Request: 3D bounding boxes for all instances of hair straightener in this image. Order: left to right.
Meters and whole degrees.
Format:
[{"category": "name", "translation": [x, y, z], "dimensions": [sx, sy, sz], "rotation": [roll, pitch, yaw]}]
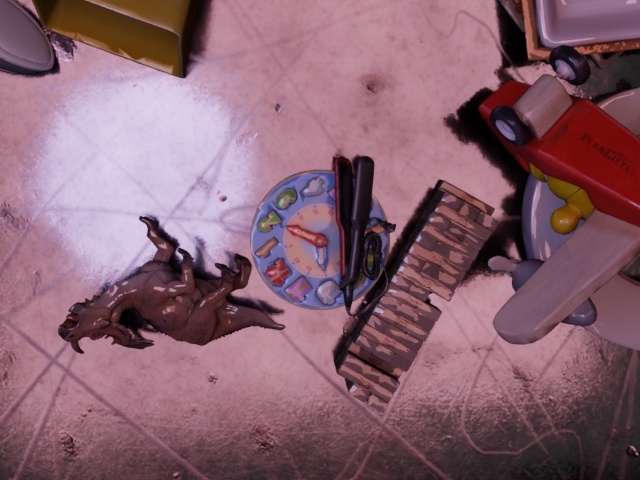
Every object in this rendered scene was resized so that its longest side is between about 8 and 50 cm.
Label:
[{"category": "hair straightener", "translation": [0.060, -0.007, 1.592], "dimensions": [0.089, 0.047, 0.230], "rotation": [-2, 81, 35]}]

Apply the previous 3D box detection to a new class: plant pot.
[{"category": "plant pot", "translation": [-0.257, -0.368, 1.535], "dimensions": [0.212, 0.212, 0.187], "rotation": [20, 80, -3]}]

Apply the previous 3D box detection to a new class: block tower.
[{"category": "block tower", "translation": [0.134, 0.078, 1.633], "dimensions": [0.091, 0.097, 0.335], "rotation": [30, 93, -5]}]

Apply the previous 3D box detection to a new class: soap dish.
[{"category": "soap dish", "translation": [0.382, -0.406, 1.574], "dimensions": [0.229, 0.118, 0.290], "rotation": [-7, 96, -1]}]

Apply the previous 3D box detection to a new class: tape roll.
[{"category": "tape roll", "translation": [0.490, -0.032, 1.646], "dimensions": [0.392, 0.072, 0.391], "rotation": [0, 96, -2]}]

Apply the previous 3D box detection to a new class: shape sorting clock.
[{"category": "shape sorting clock", "translation": [0.000, 0.000, 1.648], "dimensions": [0.206, 0.040, 0.206], "rotation": [0, 96, -2]}]

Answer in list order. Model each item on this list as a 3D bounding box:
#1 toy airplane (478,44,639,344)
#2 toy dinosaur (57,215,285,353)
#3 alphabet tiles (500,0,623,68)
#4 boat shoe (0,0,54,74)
[{"category": "toy airplane", "translation": [0.409, -0.053, 1.473], "dimensions": [0.386, 0.272, 0.384], "rotation": [-5, 63, 12]}, {"category": "toy dinosaur", "translation": [-0.210, 0.100, 1.616], "dimensions": [0.296, 0.127, 0.200], "rotation": [22, 102, -16]}, {"category": "alphabet tiles", "translation": [0.372, -0.435, 1.636], "dimensions": [0.285, 0.011, 0.342], "rotation": [-39, 95, 2]}, {"category": "boat shoe", "translation": [-0.496, -0.295, 1.518], "dimensions": [0.091, 0.305, 0.109], "rotation": [-27, 60, 28]}]
